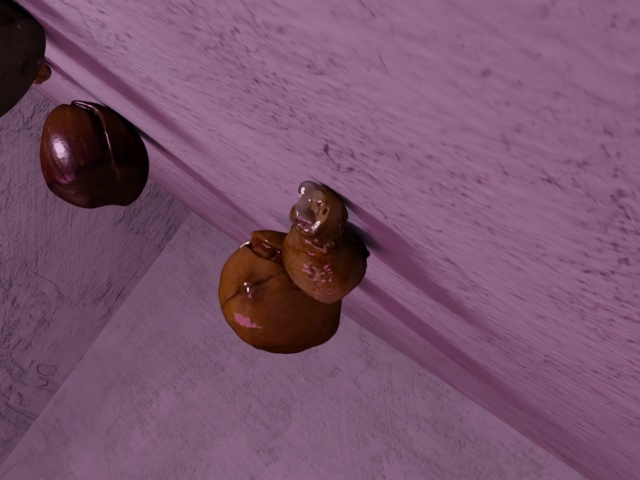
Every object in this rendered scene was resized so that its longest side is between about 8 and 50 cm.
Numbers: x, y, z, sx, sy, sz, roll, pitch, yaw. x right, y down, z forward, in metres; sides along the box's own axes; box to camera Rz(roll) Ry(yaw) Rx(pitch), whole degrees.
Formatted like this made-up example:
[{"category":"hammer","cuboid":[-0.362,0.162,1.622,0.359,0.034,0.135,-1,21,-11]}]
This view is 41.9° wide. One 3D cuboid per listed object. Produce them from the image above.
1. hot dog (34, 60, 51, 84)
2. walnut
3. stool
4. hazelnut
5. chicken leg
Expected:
[{"category":"hot dog","cuboid":[-0.655,-0.390,1.674,0.249,0.076,0.102,35,178,-1]},{"category":"walnut","cuboid":[-0.057,0.100,1.458,0.209,0.209,0.336,34,175,26]},{"category":"stool","cuboid":[-0.544,-0.304,1.169,0.264,0.179,0.179,35,175,5]},{"category":"hazelnut","cuboid":[-0.467,-0.171,1.700,0.218,0.218,0.234,33,174,30]},{"category":"chicken leg","cuboid":[0.000,0.003,0.905,0.107,0.087,0.251,24,166,10]}]
